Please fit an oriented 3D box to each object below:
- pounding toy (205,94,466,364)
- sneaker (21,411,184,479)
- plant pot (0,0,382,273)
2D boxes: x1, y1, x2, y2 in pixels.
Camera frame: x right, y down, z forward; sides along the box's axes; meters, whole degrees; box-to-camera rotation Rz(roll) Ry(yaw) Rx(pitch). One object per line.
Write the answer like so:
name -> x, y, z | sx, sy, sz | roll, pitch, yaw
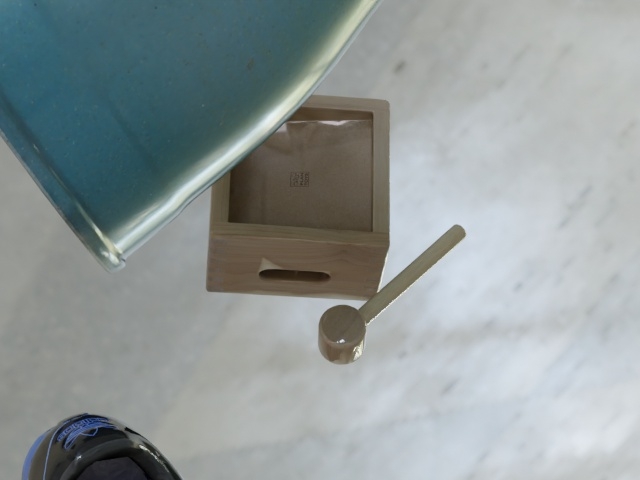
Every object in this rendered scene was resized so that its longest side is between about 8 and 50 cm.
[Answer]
pounding toy -> 0.009, 0.006, 1.430 | 0.181, 0.206, 0.094 | 4, 149, -4
sneaker -> -0.067, 0.185, 0.865 | 0.081, 0.232, 0.090 | -25, -179, -16
plant pot -> -0.081, -0.165, 1.029 | 0.255, 0.271, 0.271 | -35, 152, -4
